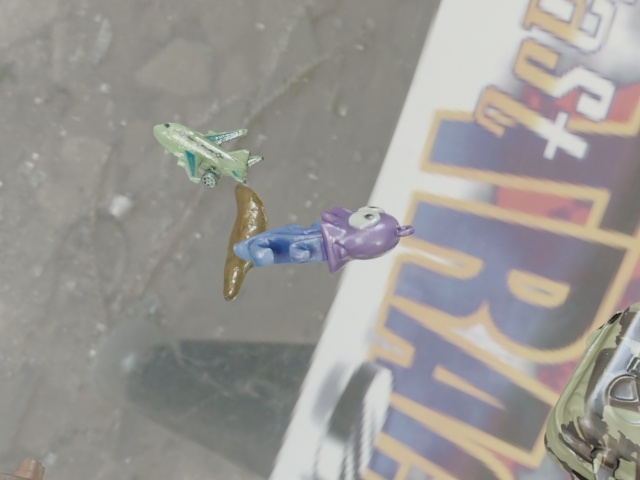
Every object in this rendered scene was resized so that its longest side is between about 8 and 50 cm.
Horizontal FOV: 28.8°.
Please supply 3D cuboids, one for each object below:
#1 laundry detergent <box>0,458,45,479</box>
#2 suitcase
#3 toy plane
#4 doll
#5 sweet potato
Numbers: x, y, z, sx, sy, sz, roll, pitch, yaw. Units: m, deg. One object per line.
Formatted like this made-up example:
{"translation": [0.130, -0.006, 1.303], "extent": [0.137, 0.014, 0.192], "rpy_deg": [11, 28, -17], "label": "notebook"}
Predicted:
{"translation": [-0.463, 0.386, 1.736], "extent": [0.171, 0.076, 0.237], "rpy_deg": [39, 34, -24], "label": "laundry detergent"}
{"translation": [0.493, 0.300, 1.783], "extent": [0.339, 0.351, 0.194], "rpy_deg": [-51, 170, -32], "label": "suitcase"}
{"translation": [-0.085, -0.063, 0.905], "extent": [0.080, 0.083, 0.033], "rpy_deg": [-54, 161, -50], "label": "toy plane"}
{"translation": [0.000, 0.000, 1.317], "extent": [0.110, 0.206, 0.067], "rpy_deg": [-57, 136, -64], "label": "doll"}
{"translation": [-0.112, 0.011, 1.848], "extent": [0.249, 0.059, 0.069], "rpy_deg": [-82, 160, -45], "label": "sweet potato"}
